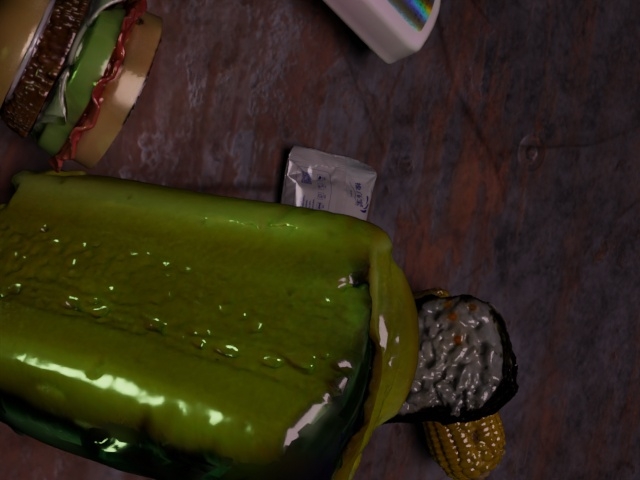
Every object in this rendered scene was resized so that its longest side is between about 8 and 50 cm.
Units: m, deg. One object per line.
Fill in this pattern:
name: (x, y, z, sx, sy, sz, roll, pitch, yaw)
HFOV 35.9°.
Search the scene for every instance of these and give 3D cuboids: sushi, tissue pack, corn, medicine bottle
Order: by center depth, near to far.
medicine bottle: (0.032, -0.291, 1.016, 0.219, 0.078, 0.115, 40, 52, -32)
sushi: (0.088, 0.128, 1.036, 0.126, 0.225, 0.136, 35, 50, -60)
tissue pack: (0.000, 0.000, 1.078, 0.122, 0.026, 0.193, 9, 93, -34)
corn: (0.154, 0.177, 1.166, 0.097, 0.097, 0.262, -30, 111, -26)

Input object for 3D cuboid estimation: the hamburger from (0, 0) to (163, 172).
hamburger: (-0.225, -0.151, 0.834, 0.137, 0.175, 0.175, 24, 84, -20)

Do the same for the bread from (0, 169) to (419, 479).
bread: (-0.108, 0.085, 0.825, 0.208, 0.376, 0.251, 62, 43, -54)
